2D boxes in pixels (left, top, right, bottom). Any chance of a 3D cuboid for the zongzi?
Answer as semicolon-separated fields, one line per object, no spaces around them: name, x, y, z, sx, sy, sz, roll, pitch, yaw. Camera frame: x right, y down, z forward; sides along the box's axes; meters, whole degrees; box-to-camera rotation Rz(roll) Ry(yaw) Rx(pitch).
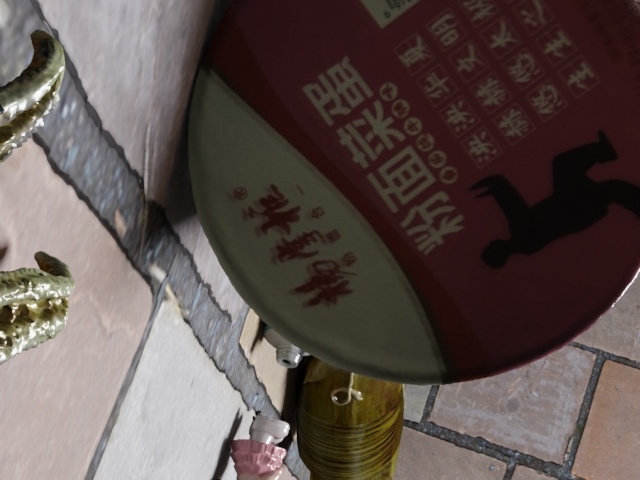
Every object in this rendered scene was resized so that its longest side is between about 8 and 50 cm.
zongzi;0.032;0.111;1.194;0.241;0.111;0.248;-89;180;-48

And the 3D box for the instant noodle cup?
instant noodle cup;0.057;-0.055;0.633;0.178;0.234;0.235;-68;174;-82

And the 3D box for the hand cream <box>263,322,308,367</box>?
hand cream;0.000;0.000;0.941;0.083;0.048;0.224;93;11;-58

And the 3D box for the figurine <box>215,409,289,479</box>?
figurine;-0.062;0.198;0.903;0.072;0.054;0.129;123;-18;-67

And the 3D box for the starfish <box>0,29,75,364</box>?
starfish;-0.107;0.051;0.320;0.208;0.053;0.176;-69;160;-57
